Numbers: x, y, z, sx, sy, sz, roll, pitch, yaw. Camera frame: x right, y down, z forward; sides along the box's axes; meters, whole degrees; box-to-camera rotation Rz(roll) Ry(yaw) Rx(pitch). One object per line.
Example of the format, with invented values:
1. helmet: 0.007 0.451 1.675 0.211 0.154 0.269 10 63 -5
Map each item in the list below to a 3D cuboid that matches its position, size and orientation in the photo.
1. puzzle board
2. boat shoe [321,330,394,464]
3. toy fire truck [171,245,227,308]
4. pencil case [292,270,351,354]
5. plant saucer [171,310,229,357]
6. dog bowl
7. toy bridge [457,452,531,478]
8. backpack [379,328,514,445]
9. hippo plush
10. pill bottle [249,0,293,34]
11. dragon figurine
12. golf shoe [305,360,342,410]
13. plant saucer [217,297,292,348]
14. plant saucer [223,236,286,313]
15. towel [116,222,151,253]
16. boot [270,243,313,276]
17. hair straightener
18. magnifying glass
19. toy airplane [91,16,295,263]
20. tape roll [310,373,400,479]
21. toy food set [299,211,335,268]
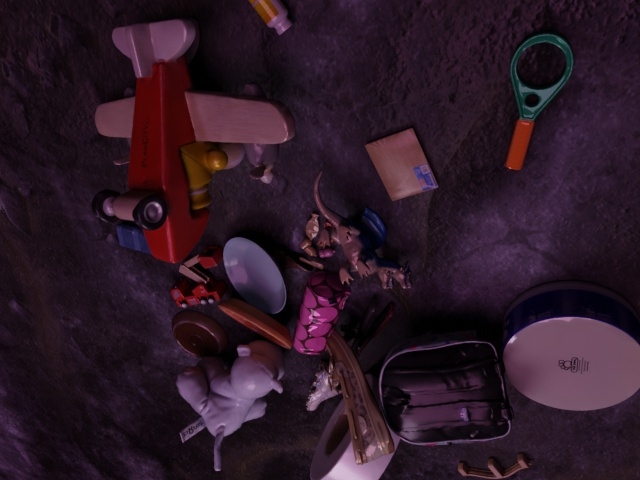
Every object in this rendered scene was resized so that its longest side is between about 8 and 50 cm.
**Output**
1. puzzle board: 0.152 -0.139 1.067 0.096 0.011 0.128 -16 119 28
2. boat shoe: 0.062 0.325 1.224 0.089 0.285 0.105 -24 146 -3
3. toy fire truck: -0.295 0.090 1.382 0.191 0.047 0.135 -12 120 28
4. pencil case: -0.001 0.172 1.311 0.098 0.095 0.209 7 133 -11
5. plant saucer: -0.326 0.258 1.533 0.168 0.029 0.169 10 127 13
6. dog bowl: 0.496 0.212 1.142 0.264 0.104 0.265 10 128 13
7. toy bridge: 0.456 0.591 1.493 0.188 0.026 0.063 -23 117 32
8. backpack: 0.251 0.304 1.208 0.253 0.191 0.225 -11 93 7
9. hippo plush: -0.217 0.341 1.423 0.234 0.294 0.237 38 112 7
10. pill bottle: -0.082 -0.383 0.949 0.043 0.043 0.083 -27 112 34
11. dragon figurine: 0.074 -0.007 1.146 0.085 0.144 0.289 -31 91 37
12. golf shoe: 0.014 0.390 1.483 0.085 0.069 0.176 18 131 -1
13. plant saucer: -0.148 0.191 1.356 0.199 0.037 0.200 28 165 8
14. plant saucer: -0.138 0.072 1.288 0.194 0.037 0.195 25 133 30
15. towel: -0.427 -0.004 1.373 0.119 0.029 0.067 15 129 11
16. boot: -0.076 0.073 1.294 0.106 0.037 0.114 33 128 12
17. hair straightener: 0.081 0.207 1.333 0.089 0.047 0.230 19 136 -10
18. magnifying glass: 0.340 -0.220 0.930 0.092 0.026 0.231 12 127 12
19. toy airplane: -0.244 -0.205 1.038 0.384 0.272 0.386 -45 66 28
20. tape roll: 0.090 0.464 1.367 0.100 0.286 0.286 31 130 -3
21. toy food set: 0.000 0.000 1.225 0.077 0.019 0.122 23 122 2
